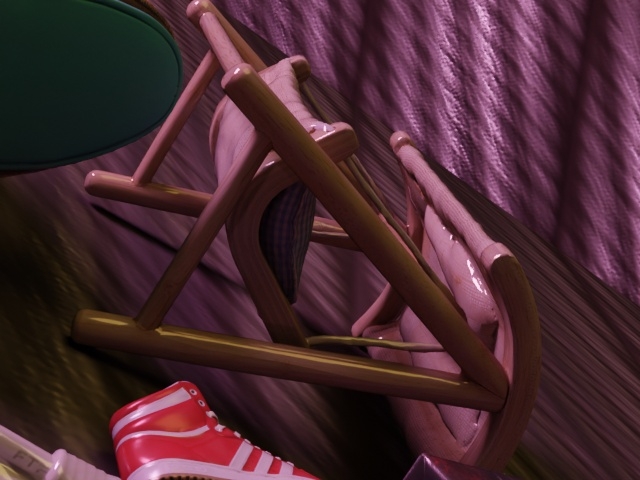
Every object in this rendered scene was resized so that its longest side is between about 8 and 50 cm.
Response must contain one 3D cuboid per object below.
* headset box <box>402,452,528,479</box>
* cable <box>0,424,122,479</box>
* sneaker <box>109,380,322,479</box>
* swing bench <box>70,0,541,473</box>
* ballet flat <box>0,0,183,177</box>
[{"bbox_3d":[0.160,0.209,0.438,0.293,0.110,0.218,23,16,-40],"label":"headset box"},{"bbox_3d":[-0.136,0.091,0.199,0.257,0.089,0.257,31,13,-5],"label":"cable"},{"bbox_3d":[-0.039,0.100,0.515,0.118,0.042,0.067,22,20,-35],"label":"sneaker"},{"bbox_3d":[0.000,0.000,0.717,0.254,0.165,0.253,29,12,-19],"label":"swing bench"},{"bbox_3d":[-0.201,-0.081,0.526,0.106,0.108,0.316,26,24,32],"label":"ballet flat"}]
